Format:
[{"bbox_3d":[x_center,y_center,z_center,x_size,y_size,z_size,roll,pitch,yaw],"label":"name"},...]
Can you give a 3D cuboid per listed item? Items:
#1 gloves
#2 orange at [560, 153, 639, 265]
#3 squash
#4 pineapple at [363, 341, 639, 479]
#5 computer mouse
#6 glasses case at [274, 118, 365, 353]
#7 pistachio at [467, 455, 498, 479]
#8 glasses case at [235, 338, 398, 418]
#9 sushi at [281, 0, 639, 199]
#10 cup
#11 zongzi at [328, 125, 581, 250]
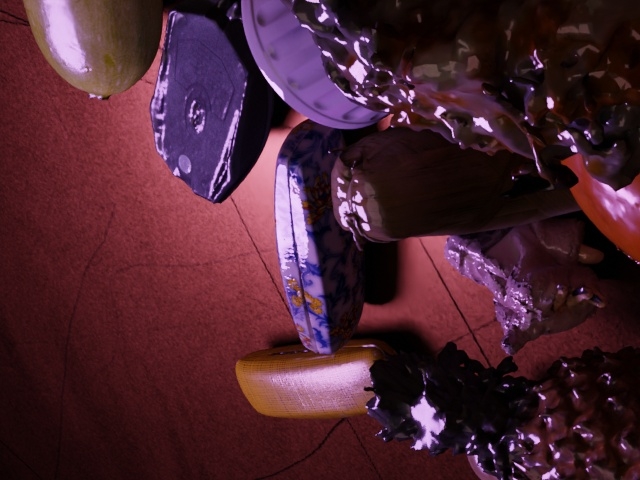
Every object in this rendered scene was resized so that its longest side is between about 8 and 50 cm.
[{"bbox_3d":[0.176,0.028,1.501,0.094,0.110,0.144,88,156,-53],"label":"gloves"},{"bbox_3d":[0.290,-0.086,1.114,0.284,0.284,0.226,19,131,31],"label":"orange"},{"bbox_3d":[-0.207,-0.239,1.591,0.132,0.132,0.247,22,140,28],"label":"squash"},{"bbox_3d":[0.210,0.172,1.479,0.362,0.202,0.202,11,134,20],"label":"pineapple"},{"bbox_3d":[-0.090,-0.135,1.630,0.126,0.071,0.231,41,137,31],"label":"computer mouse"},{"bbox_3d":[0.000,0.000,1.654,0.065,0.087,0.248,18,137,27],"label":"glasses case"},{"bbox_3d":[0.218,0.202,1.625,0.185,0.108,0.126,25,160,17],"label":"pistachio"},{"bbox_3d":[0.001,0.144,1.815,0.234,0.064,0.079,-9,117,49],"label":"glasses case"},{"bbox_3d":[0.151,-0.226,1.015,0.417,0.417,0.176,8,152,40],"label":"sushi"},{"bbox_3d":[0.083,-0.193,1.354,0.202,0.221,0.167,-23,74,50],"label":"cup"},{"bbox_3d":[0.123,-0.041,1.417,0.197,0.194,0.099,18,117,28],"label":"zongzi"}]
